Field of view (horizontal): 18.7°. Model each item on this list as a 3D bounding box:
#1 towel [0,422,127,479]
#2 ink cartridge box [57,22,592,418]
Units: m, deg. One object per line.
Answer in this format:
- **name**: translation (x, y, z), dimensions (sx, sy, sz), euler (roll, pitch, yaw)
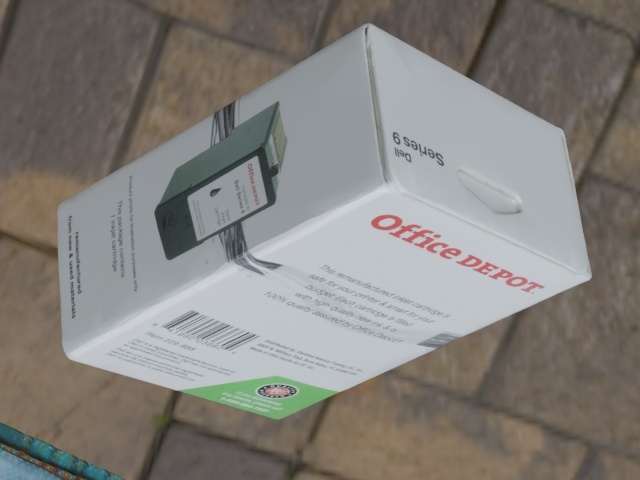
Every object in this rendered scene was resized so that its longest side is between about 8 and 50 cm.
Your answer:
- **towel**: translation (-0.156, 0.201, 0.420), dimensions (0.271, 0.040, 0.370), euler (33, 85, -43)
- **ink cartridge box**: translation (0.000, 0.000, 1.276), dimensions (0.289, 0.121, 0.211), euler (-27, 146, 34)
